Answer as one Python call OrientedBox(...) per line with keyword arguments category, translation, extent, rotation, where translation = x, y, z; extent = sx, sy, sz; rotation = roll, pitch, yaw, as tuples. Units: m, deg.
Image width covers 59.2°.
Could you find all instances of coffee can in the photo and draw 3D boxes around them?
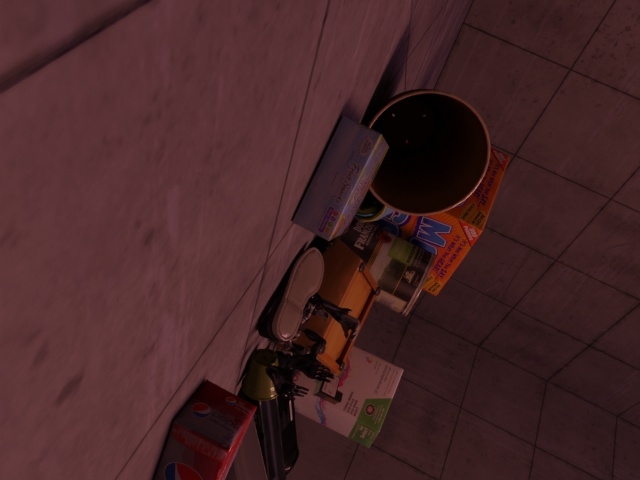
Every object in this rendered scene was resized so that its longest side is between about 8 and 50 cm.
OrientedBox(category="coffee can", translation=(0.163, 0.068, 1.625), extent=(0.201, 0.276, 0.201), rotation=(-63, 174, -12))

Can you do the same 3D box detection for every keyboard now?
OrientedBox(category="keyboard", translation=(0.000, 0.000, 1.202), extent=(0.100, 0.038, 0.192), rotation=(-40, -173, 30))

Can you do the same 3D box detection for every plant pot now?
OrientedBox(category="plant pot", translation=(-0.113, 0.258, 1.116), extent=(0.083, 0.083, 0.079), rotation=(-54, 156, -56))
OrientedBox(category="plant pot", translation=(0.193, -0.209, 1.141), extent=(0.254, 0.237, 0.237), rotation=(-87, -161, -64))

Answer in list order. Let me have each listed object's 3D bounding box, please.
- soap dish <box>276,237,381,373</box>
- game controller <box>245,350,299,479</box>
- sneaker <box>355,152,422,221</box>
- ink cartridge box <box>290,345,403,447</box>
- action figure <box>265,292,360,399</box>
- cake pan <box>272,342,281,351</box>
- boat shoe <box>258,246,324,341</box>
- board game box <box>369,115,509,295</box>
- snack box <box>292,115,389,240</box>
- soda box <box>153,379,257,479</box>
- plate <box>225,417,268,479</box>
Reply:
OrientedBox(category="soap dish", translation=(0.027, 0.168, 1.350), extent=(0.290, 0.118, 0.229), rotation=(-63, 151, -17))
OrientedBox(category="game controller", translation=(-0.106, 0.416, 1.283), extent=(0.166, 0.067, 0.318), rotation=(-51, 140, -65))
OrientedBox(category="sneaker", translation=(0.113, -0.104, 1.355), extent=(0.208, 0.127, 0.319), rotation=(-28, 177, -29))
OrientedBox(category="ink cartridge box", translation=(0.050, 0.385, 1.505), extent=(0.117, 0.278, 0.201), rotation=(105, 13, -48))
OrientedBox(category="action figure", translation=(-0.020, 0.184, 1.101), extent=(0.164, 0.141, 0.275), rotation=(-47, -163, 27))
OrientedBox(category="cake pan", translation=(-0.047, 0.214, 1.531), extent=(0.293, 0.054, 0.293), rotation=(-62, 174, -12))
OrientedBox(category="boat shoe", translation=(-0.056, 0.095, 1.044), extent=(0.065, 0.075, 0.206), rotation=(-11, -139, 39))
OrientedBox(category="board game box", translation=(0.322, -0.119, 1.794), extent=(0.356, 0.357, 0.356), rotation=(-59, 173, -37))
OrientedBox(category="snack box", translation=(0.039, -0.095, 0.905), extent=(0.174, 0.070, 0.207), rotation=(-64, 172, 9))
OrientedBox(category="soda box", translation=(-0.179, 0.329, 0.796), extent=(0.263, 0.084, 0.092), rotation=(-66, 173, 28))
OrientedBox(category="plate", translation=(-0.188, 0.509, 1.062), extent=(0.277, 0.045, 0.277), rotation=(-60, -154, 14))
